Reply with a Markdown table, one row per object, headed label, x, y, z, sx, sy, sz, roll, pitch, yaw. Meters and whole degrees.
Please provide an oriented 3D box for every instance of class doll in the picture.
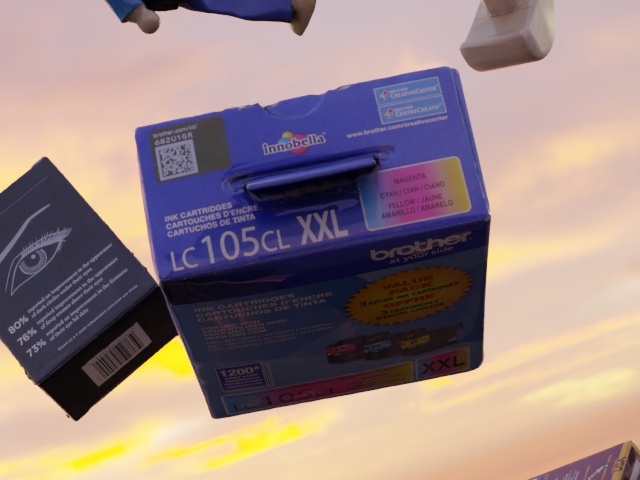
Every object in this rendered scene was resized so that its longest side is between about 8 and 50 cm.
| label | x | y | z | sx | sy | sz | roll | pitch | yaw |
| --- | --- | --- | --- | --- | --- | --- | --- | --- | --- |
| doll | -0.100 | -0.182 | 1.118 | 0.189 | 0.129 | 0.046 | 8 | -41 | -18 |

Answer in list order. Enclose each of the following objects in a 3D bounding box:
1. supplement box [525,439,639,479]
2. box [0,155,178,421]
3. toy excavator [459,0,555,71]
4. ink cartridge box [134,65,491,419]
| label | x | y | z | sx | sy | sz | roll | pitch | yaw |
| --- | --- | --- | --- | --- | --- | --- | --- | --- | --- |
| supplement box | 0.276 | 0.298 | 1.823 | 0.188 | 0.104 | 0.081 | -29 | 19 | 38 |
| box | -0.257 | 0.046 | 1.705 | 0.153 | 0.207 | 0.108 | -39 | -29 | -6 |
| toy excavator | 0.103 | -0.359 | 1.774 | 0.222 | 0.433 | 0.445 | -9 | 13 | 31 |
| ink cartridge box | 0.000 | 0.000 | 1.454 | 0.270 | 0.151 | 0.395 | -11 | -26 | 0 |
